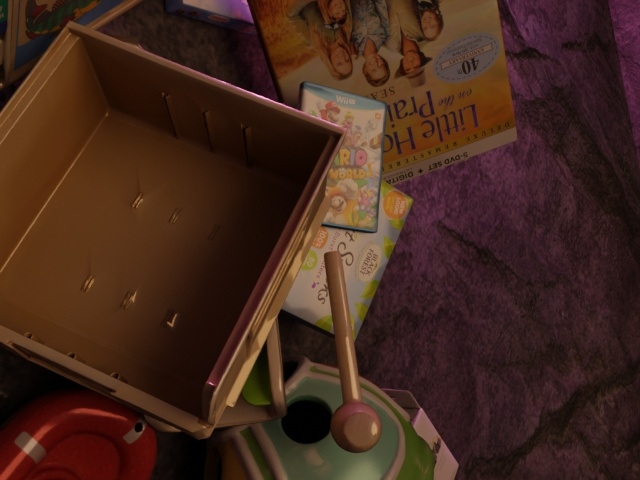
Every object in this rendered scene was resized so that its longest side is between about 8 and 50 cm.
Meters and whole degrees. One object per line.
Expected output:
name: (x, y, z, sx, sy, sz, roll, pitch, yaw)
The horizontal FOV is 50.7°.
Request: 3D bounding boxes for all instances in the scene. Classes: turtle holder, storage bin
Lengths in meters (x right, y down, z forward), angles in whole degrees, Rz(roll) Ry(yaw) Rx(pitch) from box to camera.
turtle holder: (-0.036, 0.279, 0.761, 0.320, 0.243, 0.227, -35, 98, -5)
storage bin: (-0.152, -0.009, 0.571, 0.123, 0.262, 0.260, 97, 17, -66)

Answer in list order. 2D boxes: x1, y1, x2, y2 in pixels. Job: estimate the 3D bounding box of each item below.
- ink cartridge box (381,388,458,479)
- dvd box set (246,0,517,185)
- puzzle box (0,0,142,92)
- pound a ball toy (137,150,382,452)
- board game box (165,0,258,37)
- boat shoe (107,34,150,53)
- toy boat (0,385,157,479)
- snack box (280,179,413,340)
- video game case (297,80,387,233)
ink cartridge box: (0.119, 0.301, 1.007, 0.181, 0.104, 0.061, 57, 47, -28)
dvd box set: (0.074, -0.275, 0.858, 0.307, 0.062, 0.420, -19, 118, -4)
puzzle box: (-0.186, -0.273, 0.555, 0.052, 0.272, 0.409, 42, 57, -2)
pound a ball toy: (-0.068, 0.065, 0.684, 0.136, 0.208, 0.319, 96, -13, -67)
board game box: (-0.106, -0.349, 0.859, 0.211, 0.039, 0.160, -3, 89, -49)
boat shoe: (-0.162, -0.127, 0.744, 0.223, 0.080, 0.073, 39, 63, -35)
toy boat: (-0.220, 0.235, 0.569, 0.231, 0.151, 0.151, -57, 130, -37)
snack box: (0.000, 0.000, 0.851, 0.174, 0.070, 0.207, 30, 78, -22)
video game case: (0.023, -0.098, 0.818, 0.119, 0.015, 0.166, 8, 82, -26)
